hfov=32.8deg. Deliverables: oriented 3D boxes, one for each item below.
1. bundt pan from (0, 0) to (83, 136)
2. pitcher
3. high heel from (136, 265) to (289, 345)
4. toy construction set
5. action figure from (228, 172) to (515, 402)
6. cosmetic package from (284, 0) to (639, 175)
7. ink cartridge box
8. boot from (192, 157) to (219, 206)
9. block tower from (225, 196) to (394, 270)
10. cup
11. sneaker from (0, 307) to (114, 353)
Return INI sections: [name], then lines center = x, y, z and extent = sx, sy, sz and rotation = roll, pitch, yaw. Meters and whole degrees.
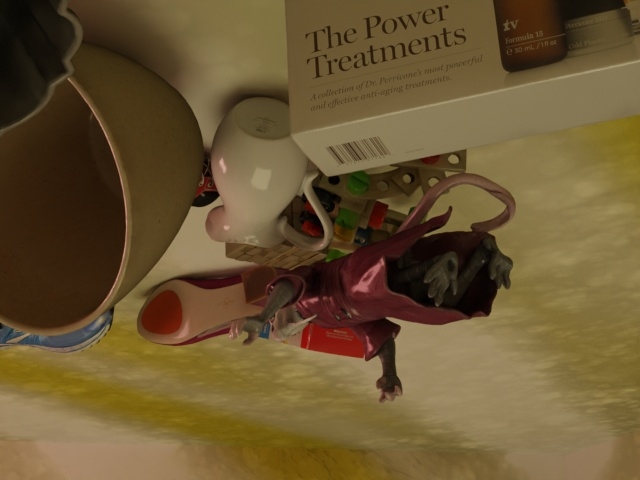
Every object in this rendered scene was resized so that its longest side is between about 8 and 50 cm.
[bundt pan]
center = -0.385, -0.183, 0.953
extent = 0.331, 0.124, 0.331
rotation = -24, 162, -8
[pitcher]
center = -0.058, -0.076, 1.419
extent = 0.177, 0.125, 0.207
rotation = 14, 136, 2
[high heel]
center = -0.160, 0.127, 1.997
extent = 0.377, 0.127, 0.181
rotation = -14, 163, 36
[toy construction set]
center = 0.086, -0.042, 1.554
extent = 0.215, 0.151, 0.328
rotation = 22, 149, 3
[action figure]
center = 0.048, 0.052, 1.453
extent = 0.248, 0.276, 0.370
rotation = 33, 148, -33
[cosmetic package]
center = 0.157, -0.232, 0.908
extent = 0.377, 0.284, 0.097
rotation = -11, 156, 17
[ink cartridge box]
center = -0.002, 0.170, 2.065
extent = 0.134, 0.078, 0.231
rotation = 12, 177, -33
[boot]
center = -0.179, -0.109, 1.455
extent = 0.176, 0.088, 0.244
rotation = 1, 160, -27
[block tower]
center = 0.000, 0.000, 1.729
extent = 0.335, 0.091, 0.097
rotation = 14, 152, -35
[cup]
center = -0.270, -0.087, 1.237
extent = 0.331, 0.331, 0.237
rotation = -19, -174, 35
[sneaker]
center = -0.525, 0.133, 1.945
extent = 0.330, 0.130, 0.147
rotation = -9, 160, 14
